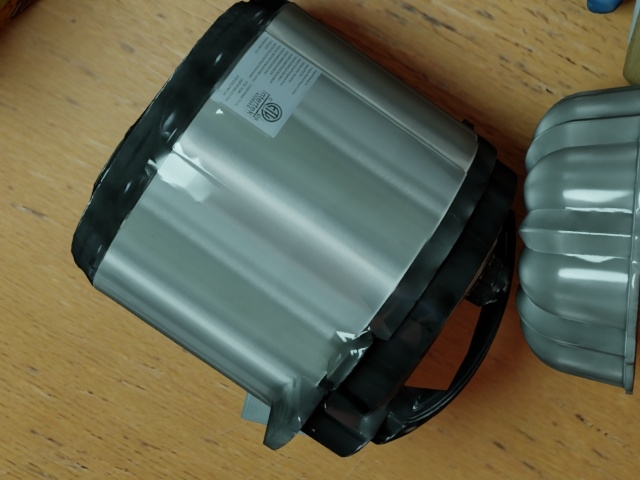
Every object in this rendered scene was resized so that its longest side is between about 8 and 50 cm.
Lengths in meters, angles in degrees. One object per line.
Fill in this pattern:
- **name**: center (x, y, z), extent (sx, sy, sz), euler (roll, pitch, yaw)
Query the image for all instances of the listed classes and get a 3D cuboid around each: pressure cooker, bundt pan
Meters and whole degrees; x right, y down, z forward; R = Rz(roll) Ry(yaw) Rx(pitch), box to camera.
- **pressure cooker**: center (0.001, -0.001, 1.108), extent (0.420, 0.375, 0.369), euler (34, 100, -3)
- **bundt pan**: center (0.281, -0.006, 1.127), extent (0.124, 0.331, 0.330), euler (3, 104, 17)

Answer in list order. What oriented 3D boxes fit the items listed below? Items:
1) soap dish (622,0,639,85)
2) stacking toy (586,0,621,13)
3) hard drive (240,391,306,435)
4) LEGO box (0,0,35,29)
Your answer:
- **soap dish**: center (0.470, -0.225, 1.093), extent (0.291, 0.229, 0.118), euler (-16, 77, 8)
- **stacking toy**: center (0.235, -0.391, 1.130), extent (0.302, 0.175, 0.165), euler (38, 103, 9)
- **hard drive**: center (-0.039, 0.170, 1.331), extent (0.094, 0.022, 0.135), euler (15, 104, 1)
- **LEGO box**: center (-0.522, -0.381, 1.028), extent (0.500, 0.372, 0.193), euler (35, 131, -7)
